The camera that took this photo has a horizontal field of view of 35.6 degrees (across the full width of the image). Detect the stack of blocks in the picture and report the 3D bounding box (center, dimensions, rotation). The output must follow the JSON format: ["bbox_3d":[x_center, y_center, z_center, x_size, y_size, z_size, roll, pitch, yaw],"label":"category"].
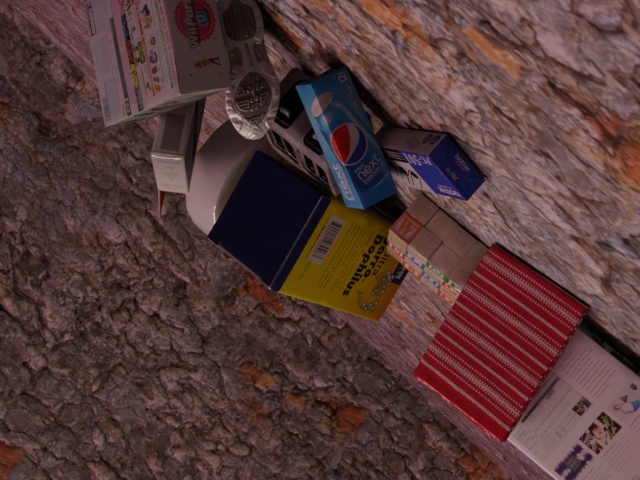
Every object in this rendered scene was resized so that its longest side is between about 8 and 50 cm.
[{"bbox_3d":[0.258,0.062,1.771,0.297,0.087,0.171,41,171,10],"label":"stack of blocks"}]

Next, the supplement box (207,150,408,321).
[{"bbox_3d":[0.000,0.000,1.888,0.194,0.195,0.356,36,-171,38],"label":"supplement box"}]

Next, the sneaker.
[{"bbox_3d":[-0.115,-0.280,1.607,0.115,0.090,0.232,-110,15,-77],"label":"sneaker"}]

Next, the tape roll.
[{"bbox_3d":[-0.122,-0.111,1.959,0.100,0.286,0.286,34,168,37],"label":"tape roll"}]

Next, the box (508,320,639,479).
[{"bbox_3d":[0.426,0.277,1.635,0.322,0.232,0.058,40,-160,14],"label":"box"}]

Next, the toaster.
[{"bbox_3d":[-0.004,-0.179,1.686,0.168,0.110,0.185,40,171,18],"label":"toaster"}]

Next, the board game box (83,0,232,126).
[{"bbox_3d":[-0.274,-0.322,1.620,0.303,0.097,0.224,-5,96,57],"label":"board game box"}]

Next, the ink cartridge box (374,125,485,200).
[{"bbox_3d":[0.154,-0.119,1.503,0.097,0.046,0.207,46,170,-23],"label":"ink cartridge box"}]

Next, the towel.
[{"bbox_3d":[0.291,0.170,1.640,0.199,0.275,0.031,36,-164,27],"label":"towel"}]

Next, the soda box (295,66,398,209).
[{"bbox_3d":[0.040,-0.156,1.533,0.210,0.067,0.071,66,164,-14],"label":"soda box"}]

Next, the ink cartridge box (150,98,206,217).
[{"bbox_3d":[-0.258,-0.223,1.892,0.066,0.296,0.261,8,155,-1],"label":"ink cartridge box"}]
